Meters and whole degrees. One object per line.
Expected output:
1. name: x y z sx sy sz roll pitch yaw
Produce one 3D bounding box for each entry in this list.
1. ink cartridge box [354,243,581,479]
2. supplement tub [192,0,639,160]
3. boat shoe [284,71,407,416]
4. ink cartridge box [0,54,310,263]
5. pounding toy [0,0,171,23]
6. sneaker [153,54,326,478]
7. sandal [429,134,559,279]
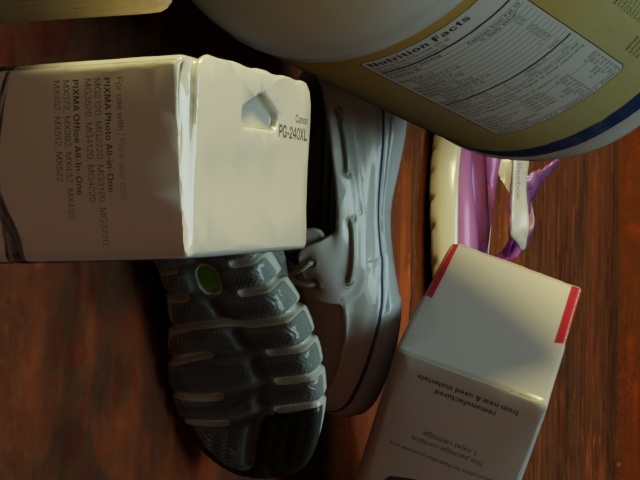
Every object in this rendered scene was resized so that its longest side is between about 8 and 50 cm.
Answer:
1. ink cartridge box: 0.083 0.149 0.934 0.172 0.100 0.237 -53 161 -62
2. supplement tub: 0.057 -0.182 0.716 0.316 0.228 0.228 18 71 -52
3. boat shoe: 0.000 0.000 0.879 0.076 0.083 0.226 1 92 -42
4. ink cartridge box: -0.090 -0.024 0.473 0.109 0.151 0.063 -5 94 -71
5. pounding toy: -0.075 -0.181 0.472 0.094 0.181 0.206 64 31 -51
6. sneaker: -0.035 0.006 0.742 0.132 0.086 0.228 -65 148 -56
7. sandal: 0.171 -0.092 1.310 0.169 0.102 0.416 54 40 -59
